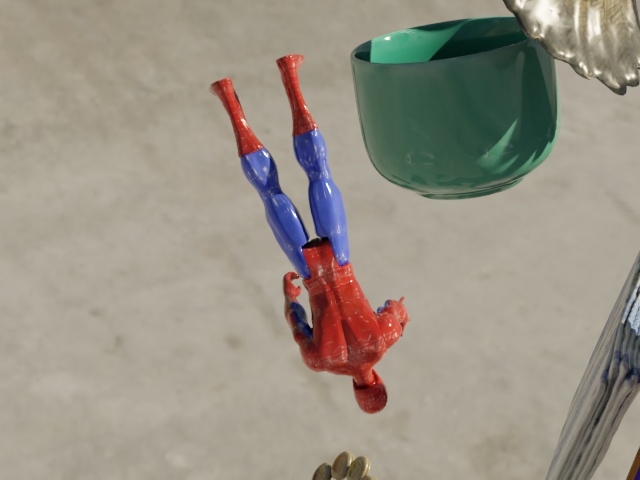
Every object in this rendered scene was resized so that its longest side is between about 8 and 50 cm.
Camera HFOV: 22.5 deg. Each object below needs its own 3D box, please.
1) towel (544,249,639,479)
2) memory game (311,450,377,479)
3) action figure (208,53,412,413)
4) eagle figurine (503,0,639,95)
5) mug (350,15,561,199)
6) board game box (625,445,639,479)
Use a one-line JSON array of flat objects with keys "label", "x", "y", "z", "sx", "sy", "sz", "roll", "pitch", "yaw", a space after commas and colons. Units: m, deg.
[{"label": "towel", "x": 0.254, "y": 0.131, "z": 1.442, "sx": 0.034, "sy": 0.209, "sz": 0.285, "roll": 24, "pitch": 29, "yaw": 7}, {"label": "memory game", "x": 0.003, "y": 0.330, "z": 1.883, "sx": 0.012, "sy": 0.186, "sz": 0.186, "roll": 32, "pitch": 16, "yaw": -25}, {"label": "action figure", "x": 0.000, "y": 0.000, "z": 1.276, "sx": 0.091, "sy": 0.280, "sz": 0.139, "roll": -19, "pitch": 0, "yaw": 5}, {"label": "eagle figurine", "x": 0.179, "y": -0.249, "z": 1.003, "sx": 0.225, "sy": 0.226, "sz": 0.298, "roll": 12, "pitch": 25, "yaw": -27}, {"label": "mug", "x": 0.101, "y": -0.087, "z": 1.045, "sx": 0.158, "sy": 0.097, "sz": 0.129, "roll": -17, "pitch": 19, "yaw": -25}, {"label": "board game box", "x": 0.433, "y": 0.124, "z": 1.047, "sx": 0.356, "sy": 0.356, "sz": 0.356, "roll": 20, "pitch": -15, "yaw": 21}]
